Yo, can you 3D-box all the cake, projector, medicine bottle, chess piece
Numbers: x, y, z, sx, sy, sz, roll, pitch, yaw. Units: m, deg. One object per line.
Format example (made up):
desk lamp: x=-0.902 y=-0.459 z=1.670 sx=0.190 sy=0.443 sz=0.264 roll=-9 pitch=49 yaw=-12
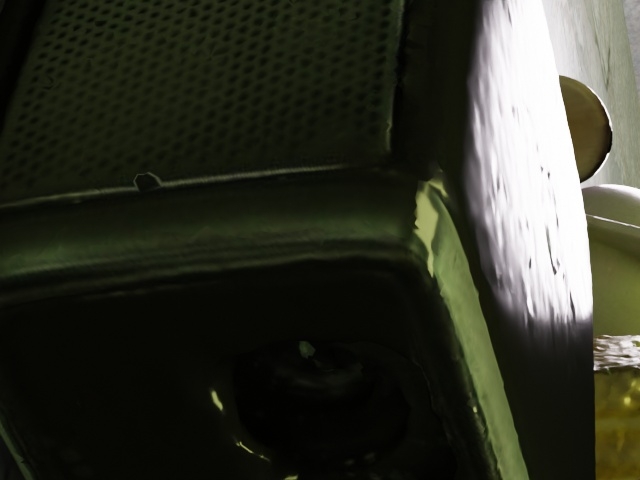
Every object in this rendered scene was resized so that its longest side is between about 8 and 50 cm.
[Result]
cake: x=0.238 y=0.246 z=1.795 sx=0.222 sy=0.228 sz=0.286 roll=-24 pitch=108 yaw=-75
projector: x=0.000 y=0.000 z=0.953 sx=0.405 sy=0.242 sz=0.395 roll=-81 pitch=158 yaw=-46
medicine bottle: x=0.359 y=0.069 z=2.294 sx=0.406 sy=0.236 sz=0.235 roll=63 pitch=27 yaw=-58
chess piece: x=0.299 y=-0.133 z=2.364 sx=0.261 sy=0.143 sz=0.142 roll=-7 pitch=92 yaw=-82

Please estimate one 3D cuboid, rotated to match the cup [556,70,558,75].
cup: x=0.207 y=-0.207 z=2.089 sx=0.128 sy=0.095 sz=0.129 roll=-69 pitch=147 yaw=-55
